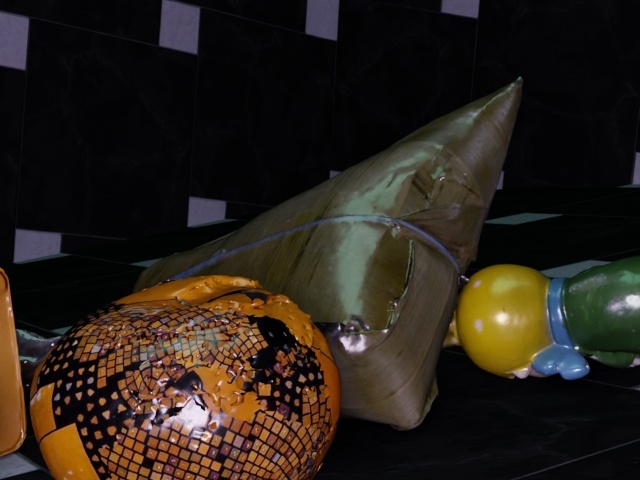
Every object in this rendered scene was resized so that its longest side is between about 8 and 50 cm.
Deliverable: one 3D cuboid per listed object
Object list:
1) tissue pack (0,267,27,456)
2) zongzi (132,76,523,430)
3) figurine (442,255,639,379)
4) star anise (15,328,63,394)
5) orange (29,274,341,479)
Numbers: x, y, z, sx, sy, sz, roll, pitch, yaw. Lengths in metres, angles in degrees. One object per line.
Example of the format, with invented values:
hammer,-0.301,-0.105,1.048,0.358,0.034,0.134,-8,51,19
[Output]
tissue pack,-0.436,0.119,1.246,0.275,0.194,0.145,-2,9,34
zongzi,0.000,0.000,1.282,0.356,0.174,0.393,-3,49,38
figurine,0.236,0.077,1.272,0.234,0.127,0.185,-19,-11,27
star anise,-0.406,0.136,1.446,0.236,0.109,0.223,8,0,-4
orange,-0.098,0.120,0.951,0.234,0.182,0.234,0,16,0
